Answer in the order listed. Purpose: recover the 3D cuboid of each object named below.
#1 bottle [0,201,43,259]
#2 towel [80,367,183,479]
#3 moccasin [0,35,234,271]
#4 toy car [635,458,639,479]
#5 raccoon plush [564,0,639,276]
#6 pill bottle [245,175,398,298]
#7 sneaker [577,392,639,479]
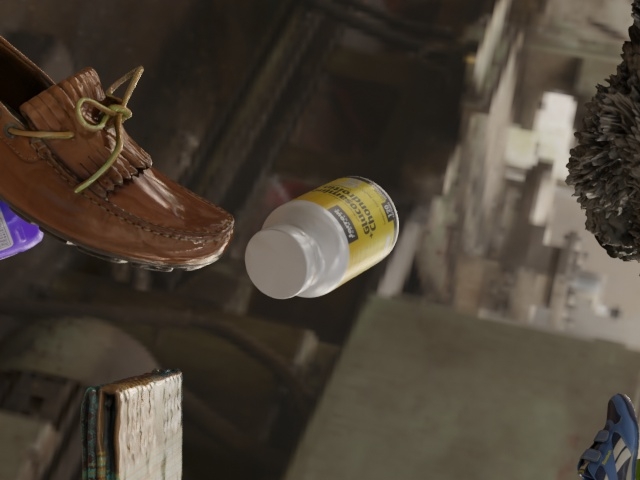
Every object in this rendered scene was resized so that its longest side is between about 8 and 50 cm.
[{"bbox_3d":[-0.452,-0.001,1.587,0.118,0.282,0.092,-121,-165,-44],"label":"bottle"},{"bbox_3d":[-0.148,0.291,1.136,0.271,0.040,0.370,31,60,-85],"label":"towel"},{"bbox_3d":[-0.238,-0.106,1.313,0.147,0.380,0.139,-57,171,22],"label":"moccasin"},{"bbox_3d":[0.496,0.271,1.829,0.155,0.149,0.188,-62,-177,0],"label":"toy car"},{"bbox_3d":[0.302,-0.048,1.128,0.446,0.216,0.299,56,14,-33],"label":"raccoon plush"},{"bbox_3d":[0.000,0.000,1.523,0.184,0.103,0.103,-29,130,-57],"label":"pill bottle"},{"bbox_3d":[0.316,0.238,1.598,0.053,0.059,0.144,103,-5,-76],"label":"sneaker"}]
